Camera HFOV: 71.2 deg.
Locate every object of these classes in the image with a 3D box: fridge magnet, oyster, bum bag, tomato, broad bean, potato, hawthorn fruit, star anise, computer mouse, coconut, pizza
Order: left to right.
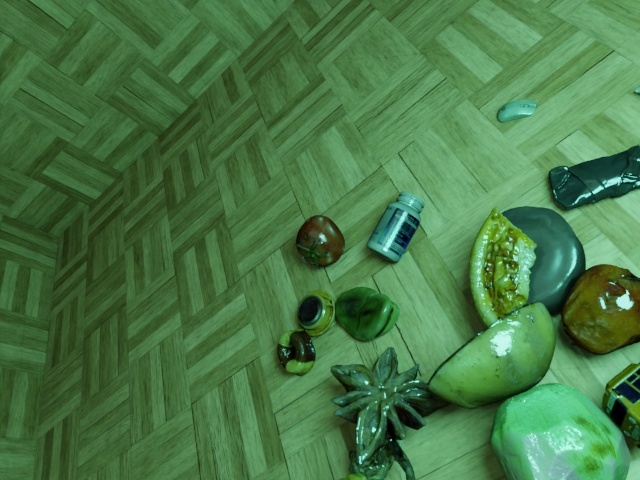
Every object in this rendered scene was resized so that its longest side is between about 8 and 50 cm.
[{"bbox_3d":[-0.017,0.219,1.363,0.143,0.063,0.143,-16,60,31],"label":"fridge magnet"},{"bbox_3d":[0.000,0.000,1.418,0.167,0.167,0.167,-19,56,30],"label":"tomato"},{"bbox_3d":[0.127,0.204,1.263,0.206,0.072,0.153,-6,60,50],"label":"broad bean"},{"bbox_3d":[0.129,0.517,1.084,0.108,0.053,0.166,32,86,41],"label":"oyster"},{"bbox_3d":[0.155,0.392,1.049,0.292,0.109,0.349,-36,41,-23],"label":"star anise"},{"bbox_3d":[0.385,0.059,0.962,0.134,0.056,0.271,9,83,50],"label":"pizza"},{"bbox_3d":[0.371,0.263,0.912,0.299,0.239,0.116,-38,55,9],"label":"potato"},{"bbox_3d":[0.549,-0.369,1.253,0.110,0.032,0.056,-4,65,38],"label":"computer mouse"},{"bbox_3d":[0.431,0.392,0.810,0.205,0.235,0.236,-62,38,33],"label":"coconut"},{"bbox_3d":[0.662,-0.153,1.022,0.248,0.060,0.123,-23,53,27],"label":"bum bag"},{"bbox_3d":[0.565,0.138,0.870,0.179,0.173,0.173,-53,45,1],"label":"hawthorn fruit"}]

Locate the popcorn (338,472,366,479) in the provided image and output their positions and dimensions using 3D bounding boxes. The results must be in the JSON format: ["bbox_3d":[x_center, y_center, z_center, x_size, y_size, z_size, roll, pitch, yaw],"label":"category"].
[{"bbox_3d":[0.056,0.626,1.013,0.194,0.140,0.164,-20,82,36],"label":"popcorn"}]

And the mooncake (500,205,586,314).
[{"bbox_3d":[0.468,0.050,1.014,0.244,0.133,0.245,-18,58,31],"label":"mooncake"}]

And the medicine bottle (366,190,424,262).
[{"bbox_3d":[0.220,-0.039,1.285,0.107,0.107,0.192,25,83,44],"label":"medicine bottle"}]

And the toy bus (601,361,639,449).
[{"bbox_3d":[0.598,0.258,0.779,0.201,0.098,0.114,-33,43,-7],"label":"toy bus"}]

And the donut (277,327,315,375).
[{"bbox_3d":[-0.075,0.333,1.330,0.140,0.059,0.141,-11,75,46],"label":"donut"}]

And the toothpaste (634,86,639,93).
[{"bbox_3d":[0.822,-0.300,0.986,0.078,0.047,0.248,-37,46,15],"label":"toothpaste"}]
